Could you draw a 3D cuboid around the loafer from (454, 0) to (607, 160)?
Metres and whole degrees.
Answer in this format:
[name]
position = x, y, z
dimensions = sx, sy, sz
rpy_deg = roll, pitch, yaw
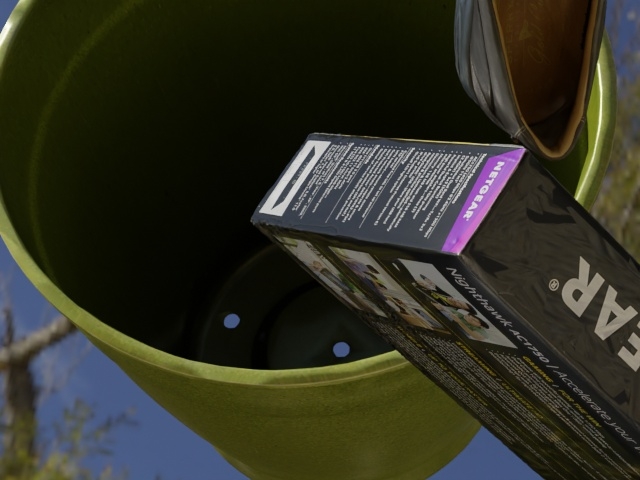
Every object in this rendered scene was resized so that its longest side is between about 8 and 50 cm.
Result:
[loafer]
position = 0.077, -0.106, 0.614
dimensions = 0.062, 0.061, 0.170
rpy_deg = -14, -51, -6

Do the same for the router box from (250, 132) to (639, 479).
[router box]
position = 0.077, 0.035, 0.630
dimensions = 0.179, 0.046, 0.133
rpy_deg = 42, -15, -27

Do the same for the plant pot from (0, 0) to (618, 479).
[plant pot]
position = 0.000, 0.000, 1.173
dimensions = 0.367, 0.366, 0.353
rpy_deg = 0, -29, 6
